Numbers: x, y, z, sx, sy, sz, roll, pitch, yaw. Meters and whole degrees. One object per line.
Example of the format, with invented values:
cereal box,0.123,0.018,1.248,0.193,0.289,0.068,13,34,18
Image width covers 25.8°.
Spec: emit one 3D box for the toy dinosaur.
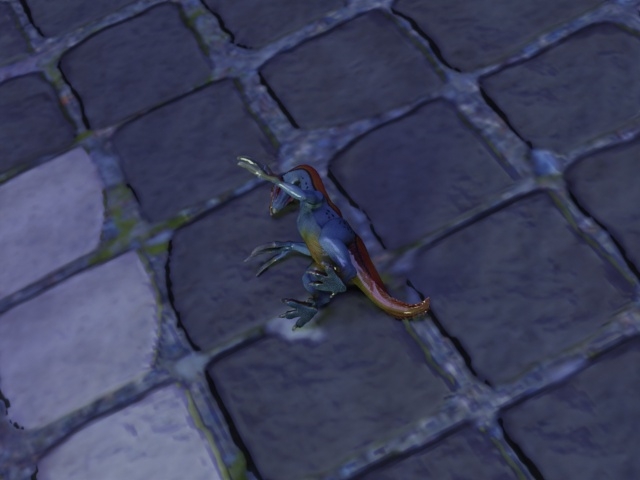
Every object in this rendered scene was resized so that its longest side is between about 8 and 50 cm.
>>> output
toy dinosaur,0.000,0.000,0.586,0.090,0.047,0.082,20,39,-7
